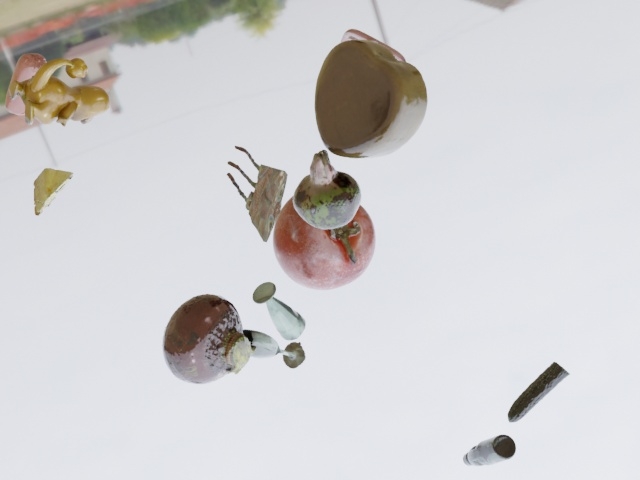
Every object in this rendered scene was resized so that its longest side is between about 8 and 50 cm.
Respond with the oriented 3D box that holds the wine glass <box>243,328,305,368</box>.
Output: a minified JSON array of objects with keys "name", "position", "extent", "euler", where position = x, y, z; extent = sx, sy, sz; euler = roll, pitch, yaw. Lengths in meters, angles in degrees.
[{"name":"wine glass","position":[-0.111,0.232,1.811],"extent":[0.066,0.066,0.198],"euler":[-8,160,31]}]

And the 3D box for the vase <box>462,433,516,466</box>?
[{"name":"vase","position":[0.394,0.509,2.000],"extent":[0.060,0.060,0.211],"euler":[-28,168,-26]}]

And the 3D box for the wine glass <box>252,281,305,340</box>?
[{"name":"wine glass","position":[-0.098,0.168,2.009],"extent":[0.073,0.155,0.073],"euler":[-19,-140,17]}]

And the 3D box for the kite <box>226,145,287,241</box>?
[{"name":"kite","position":[-0.112,-0.099,1.449],"extent":[0.016,0.127,0.229],"euler":[11,-155,-34]}]

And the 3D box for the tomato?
[{"name":"tomato","position":[0.000,0.000,2.147],"extent":[0.270,0.270,0.227],"euler":[-34,-174,-38]}]

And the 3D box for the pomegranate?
[{"name":"pomegranate","position":[0.013,-0.104,1.692],"extent":[0.138,0.163,0.125],"euler":[1,-170,15]}]

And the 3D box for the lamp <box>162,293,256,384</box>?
[{"name":"lamp","position":[-0.186,0.169,1.408],"extent":[0.135,0.156,0.157],"euler":[18,-165,33]}]

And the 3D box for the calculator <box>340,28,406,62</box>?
[{"name":"calculator","position":[0.155,-0.494,2.344],"extent":[0.048,0.220,0.329],"euler":[-57,172,-7]}]

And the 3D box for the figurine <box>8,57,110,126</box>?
[{"name":"figurine","position":[-0.432,-0.259,1.440],"extent":[0.122,0.121,0.176],"euler":[-52,155,21]}]

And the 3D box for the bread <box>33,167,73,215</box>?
[{"name":"bread","position":[-0.640,-0.114,2.015],"extent":[0.080,0.109,0.084],"euler":[12,141,-36]}]

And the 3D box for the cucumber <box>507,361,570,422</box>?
[{"name":"cucumber","position":[0.597,0.427,2.323],"extent":[0.215,0.052,0.058],"euler":[-45,-150,1]}]

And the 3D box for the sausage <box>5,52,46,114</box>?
[{"name":"sausage","position":[-0.621,-0.330,1.764],"extent":[0.062,0.062,0.154],"euler":[-41,172,-49]}]

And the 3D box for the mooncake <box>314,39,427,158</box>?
[{"name":"mooncake","position":[0.092,-0.264,1.634],"extent":[0.235,0.234,0.117],"euler":[-1,-173,44]}]
